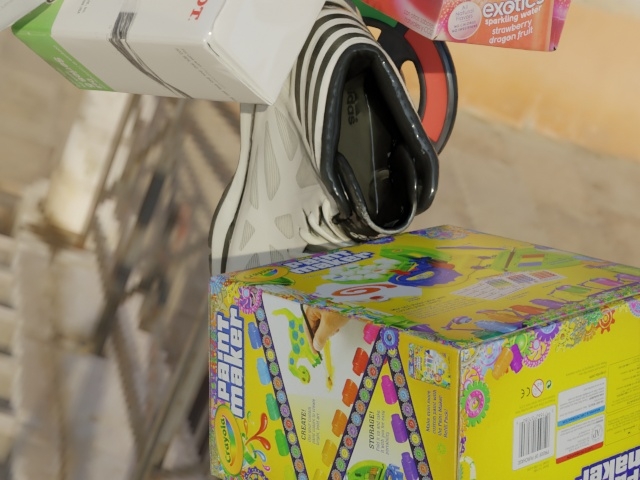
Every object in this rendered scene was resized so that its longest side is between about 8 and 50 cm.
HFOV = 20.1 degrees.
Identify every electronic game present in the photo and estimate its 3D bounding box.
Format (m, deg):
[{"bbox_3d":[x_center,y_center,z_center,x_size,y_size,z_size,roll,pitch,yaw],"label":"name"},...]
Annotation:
[{"bbox_3d":[0.054,-0.174,2.044,0.229,0.229,0.048,35,31,22],"label":"electronic game"}]

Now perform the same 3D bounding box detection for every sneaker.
[{"bbox_3d":[-0.001,0.000,1.743,0.169,0.447,0.257,-4,23,-14],"label":"sneaker"}]

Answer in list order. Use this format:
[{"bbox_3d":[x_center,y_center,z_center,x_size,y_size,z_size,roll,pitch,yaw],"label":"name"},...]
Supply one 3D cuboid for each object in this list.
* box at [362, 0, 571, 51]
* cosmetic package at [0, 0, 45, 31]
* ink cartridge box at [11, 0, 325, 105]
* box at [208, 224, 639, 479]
[{"bbox_3d":[0.102,-0.296,1.738,0.154,0.142,0.300,3,22,-34],"label":"box"},{"bbox_3d":[-0.392,-0.320,1.503,0.217,0.156,0.385,53,-3,25],"label":"cosmetic package"},{"bbox_3d":[-0.130,-0.242,1.696,0.273,0.198,0.115,10,-23,41],"label":"ink cartridge box"},{"bbox_3d":[0.107,0.111,1.468,0.290,0.177,0.279,-12,19,-41],"label":"box"}]
